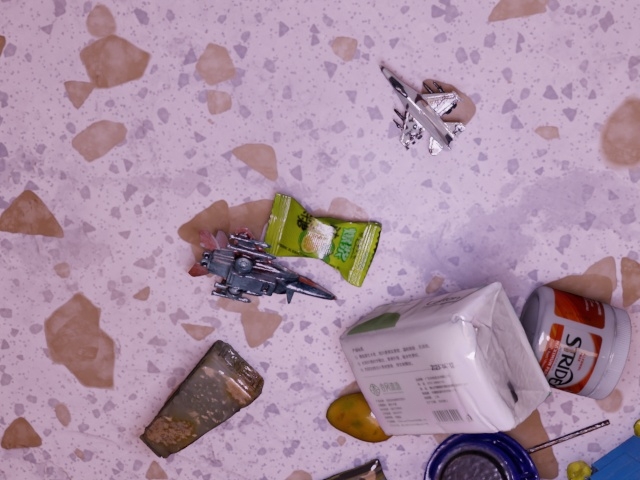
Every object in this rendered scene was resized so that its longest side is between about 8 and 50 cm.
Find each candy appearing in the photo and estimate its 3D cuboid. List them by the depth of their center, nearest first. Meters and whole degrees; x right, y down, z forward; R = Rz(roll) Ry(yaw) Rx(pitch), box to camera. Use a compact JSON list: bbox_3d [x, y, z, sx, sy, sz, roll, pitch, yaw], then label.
[{"bbox_3d":[0.000,0.000,1.844,0.246,0.069,0.149,18,100,0],"label":"candy"}]

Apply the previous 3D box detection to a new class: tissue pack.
[{"bbox_3d":[0.248,0.249,1.730,0.356,0.194,0.266,-16,102,49],"label":"tissue pack"}]

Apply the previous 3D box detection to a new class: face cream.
[{"bbox_3d":[0.516,0.212,1.772,0.187,0.201,0.201,16,102,1],"label":"face cream"}]

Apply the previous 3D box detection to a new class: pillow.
[{"bbox_3d":[0.082,0.626,1.966,0.208,0.052,0.212,-24,97,13],"label":"pillow"}]

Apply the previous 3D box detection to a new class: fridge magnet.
[{"bbox_3d":[0.347,0.543,1.859,0.266,0.113,0.265,-10,67,24],"label":"fridge magnet"}]

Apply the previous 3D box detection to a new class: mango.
[{"bbox_3d":[0.096,0.391,1.902,0.163,0.089,0.111,20,103,9],"label":"mango"}]

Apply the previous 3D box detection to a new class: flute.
[{"bbox_3d":[0.521,0.454,1.914,0.270,0.014,0.014,-23,98,9],"label":"flute"}]

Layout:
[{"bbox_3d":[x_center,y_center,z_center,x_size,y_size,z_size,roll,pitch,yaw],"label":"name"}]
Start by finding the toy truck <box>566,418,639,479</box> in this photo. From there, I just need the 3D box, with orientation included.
[{"bbox_3d":[0.669,0.513,1.794,0.385,0.161,0.162,-32,113,-10],"label":"toy truck"}]

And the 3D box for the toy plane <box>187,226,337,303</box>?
[{"bbox_3d":[-0.120,0.081,1.842,0.326,0.104,0.223,24,131,1],"label":"toy plane"}]

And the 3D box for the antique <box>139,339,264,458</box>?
[{"bbox_3d":[-0.278,0.371,1.911,0.284,0.125,0.150,-42,93,11],"label":"antique"}]

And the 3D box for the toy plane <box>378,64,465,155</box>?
[{"bbox_3d":[0.206,-0.277,1.774,0.160,0.082,0.234,-42,80,21],"label":"toy plane"}]
